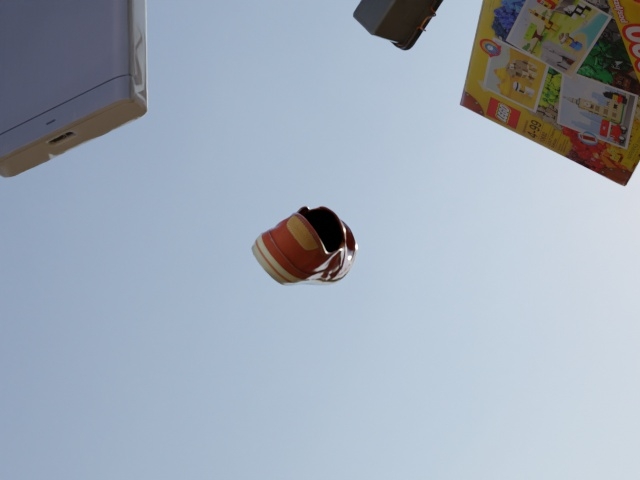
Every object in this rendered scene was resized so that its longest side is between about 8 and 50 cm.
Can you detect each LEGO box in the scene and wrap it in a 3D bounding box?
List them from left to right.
[{"bbox_3d":[0.482,-0.364,2.018,0.193,0.372,0.500,-57,-14,-22],"label":"LEGO box"}]

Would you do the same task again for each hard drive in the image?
[{"bbox_3d":[-0.313,-0.274,1.387,0.233,0.353,0.047,-20,-30,28],"label":"hard drive"}]

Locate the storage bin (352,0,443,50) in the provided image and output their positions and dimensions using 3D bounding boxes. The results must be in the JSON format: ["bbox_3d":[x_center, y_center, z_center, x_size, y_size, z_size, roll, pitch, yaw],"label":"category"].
[{"bbox_3d":[0.119,-0.359,1.700,0.091,0.098,0.135,-5,-44,-49],"label":"storage bin"}]

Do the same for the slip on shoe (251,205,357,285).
[{"bbox_3d":[0.000,0.000,1.734,0.101,0.123,0.331,-41,-10,16],"label":"slip on shoe"}]
